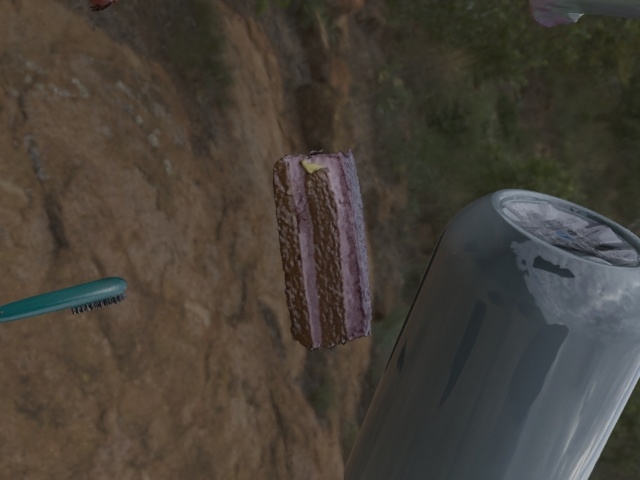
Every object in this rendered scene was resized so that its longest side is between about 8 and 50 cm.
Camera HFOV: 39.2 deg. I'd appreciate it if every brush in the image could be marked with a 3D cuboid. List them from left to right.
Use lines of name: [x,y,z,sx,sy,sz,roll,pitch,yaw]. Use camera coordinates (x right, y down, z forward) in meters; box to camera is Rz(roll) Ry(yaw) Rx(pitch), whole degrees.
brush: [-0.369,0.092,1.273,0.043,0.194,0.032,-123,-157,-47]

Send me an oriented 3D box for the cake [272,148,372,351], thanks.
cake: [0.000,0.000,1.227,0.113,0.116,0.295,36,46,-70]

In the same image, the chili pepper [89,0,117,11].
chili pepper: [-0.200,-0.282,0.741,0.086,0.084,0.192,58,-6,45]

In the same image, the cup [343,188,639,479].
cup: [0.162,0.123,0.795,0.205,0.206,0.312,-47,157,-65]

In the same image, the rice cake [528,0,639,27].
rice cake: [0.185,-0.162,0.428,0.037,0.198,0.189,-68,152,-24]
